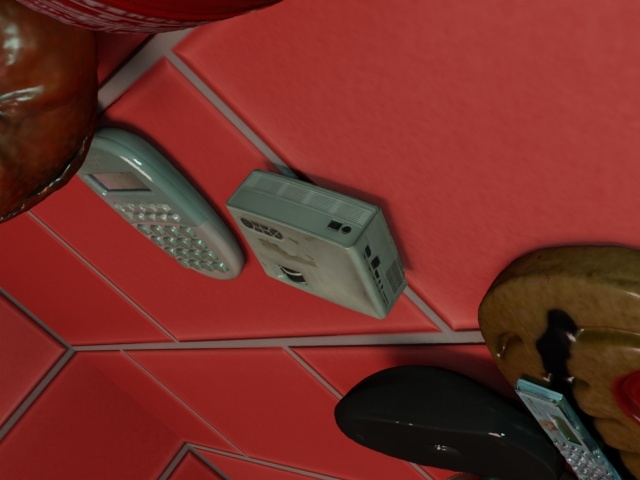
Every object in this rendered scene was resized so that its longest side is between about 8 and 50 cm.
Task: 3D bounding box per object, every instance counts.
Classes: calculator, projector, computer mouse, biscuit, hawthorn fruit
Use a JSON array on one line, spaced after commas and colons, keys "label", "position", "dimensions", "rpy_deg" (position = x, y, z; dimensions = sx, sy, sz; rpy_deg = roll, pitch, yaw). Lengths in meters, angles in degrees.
[{"label": "calculator", "position": [0.220, 0.178, 0.784], "dimensions": [0.057, 0.018, 0.172], "rpy_deg": [12, 146, 54]}, {"label": "projector", "position": [0.000, 0.000, 0.846], "dimensions": [0.147, 0.061, 0.115], "rpy_deg": [20, 150, 34]}, {"label": "computer mouse", "position": [0.135, 0.184, 0.968], "dimensions": [0.270, 0.086, 0.137], "rpy_deg": [0, 146, 43]}, {"label": "biscuit", "position": [0.288, 0.145, 0.713], "dimensions": [0.367, 0.063, 0.314], "rpy_deg": [48, 156, -22]}, {"label": "hawthorn fruit", "position": [-0.326, -0.154, 0.812], "dimensions": [0.276, 0.276, 0.307], "rpy_deg": [49, -177, -26]}, {"label": "calculator", "position": [-0.200, -0.054, 1.056], "dimensions": [0.184, 0.042, 0.295], "rpy_deg": [4, 143, 52]}]

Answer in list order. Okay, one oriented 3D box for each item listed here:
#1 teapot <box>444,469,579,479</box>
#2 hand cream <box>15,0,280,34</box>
[{"label": "teapot", "position": [0.214, 0.340, 1.064], "dimensions": [0.183, 0.183, 0.251], "rpy_deg": [39, 167, -4]}, {"label": "hand cream", "position": [-0.060, -0.196, 0.359], "dimensions": [0.230, 0.230, 0.149], "rpy_deg": [48, 155, -25]}]
